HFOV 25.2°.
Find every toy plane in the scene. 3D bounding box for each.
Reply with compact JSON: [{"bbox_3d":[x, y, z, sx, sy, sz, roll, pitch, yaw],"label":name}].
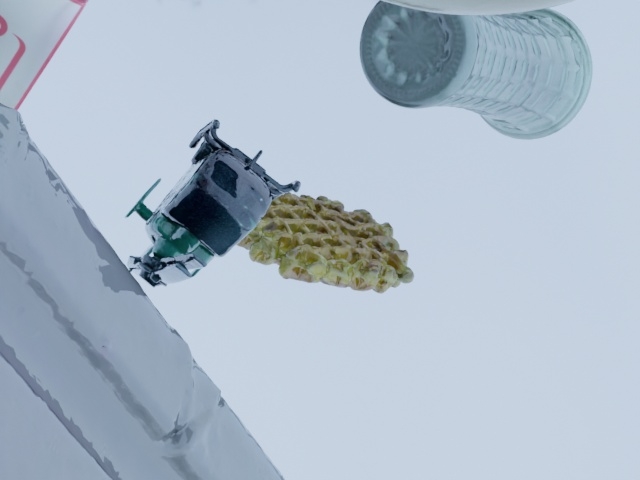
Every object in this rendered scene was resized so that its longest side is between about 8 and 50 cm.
[{"bbox_3d":[-0.073,-0.009,0.821,0.060,0.096,0.235,37,169,-10],"label":"toy plane"}]

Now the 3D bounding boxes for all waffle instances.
[{"bbox_3d":[-0.003,-0.003,1.356,0.038,0.191,0.191,-68,-9,22],"label":"waffle"}]

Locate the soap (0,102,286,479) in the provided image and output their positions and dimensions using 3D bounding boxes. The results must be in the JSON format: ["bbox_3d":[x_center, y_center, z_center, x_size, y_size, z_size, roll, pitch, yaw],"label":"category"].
[{"bbox_3d":[-0.186,0.186,0.699,0.435,0.213,0.350,56,-144,-42],"label":"soap"}]

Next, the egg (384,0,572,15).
[{"bbox_3d":[0.061,-0.202,0.673,0.189,0.254,0.188,-35,-38,-34],"label":"egg"}]

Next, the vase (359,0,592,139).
[{"bbox_3d":[0.150,-0.176,1.388,0.299,0.143,0.143,-1,-103,-62],"label":"vase"}]

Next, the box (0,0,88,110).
[{"bbox_3d":[-0.453,-0.330,1.763,0.300,0.312,0.314,31,-146,-17],"label":"box"}]
